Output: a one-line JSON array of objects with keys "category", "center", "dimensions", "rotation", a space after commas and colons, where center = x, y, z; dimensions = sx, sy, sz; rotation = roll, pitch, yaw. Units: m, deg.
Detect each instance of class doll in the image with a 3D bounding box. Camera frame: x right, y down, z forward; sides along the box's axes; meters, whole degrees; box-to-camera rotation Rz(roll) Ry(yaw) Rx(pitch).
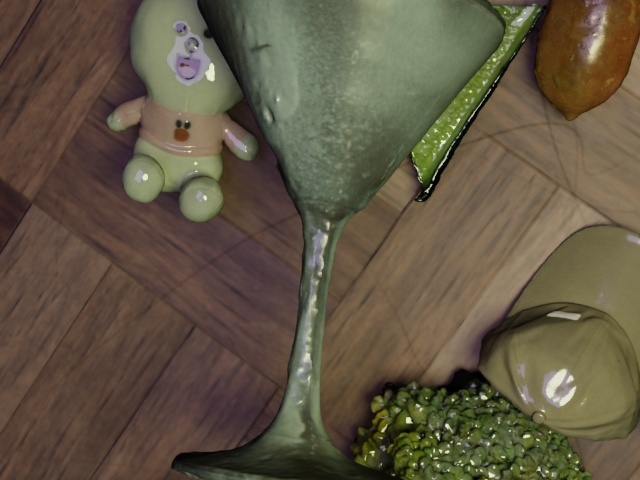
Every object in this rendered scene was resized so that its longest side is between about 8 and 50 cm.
[{"category": "doll", "center": [-0.131, -0.156, 1.032], "dimensions": [0.154, 0.113, 0.275], "rotation": [7, 88, -1]}]

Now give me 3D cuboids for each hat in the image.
[{"category": "hat", "center": [0.250, 0.079, 0.963], "dimensions": [0.166, 0.144, 0.173], "rotation": [27, 110, 10]}]

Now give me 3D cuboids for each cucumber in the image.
[{"category": "cucumber", "center": [0.130, -0.145, 1.012], "dimensions": [0.070, 0.046, 0.220], "rotation": [33, 97, 9]}]

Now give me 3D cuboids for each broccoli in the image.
[{"category": "broccoli", "center": [0.122, 0.265, 0.968], "dimensions": [0.242, 0.180, 0.273], "rotation": [24, 98, 7]}]

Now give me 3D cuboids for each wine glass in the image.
[{"category": "wine glass", "center": [0.000, 0.000, 0.870], "dimensions": [0.267, 0.267, 0.406], "rotation": [6, 81, 10]}]

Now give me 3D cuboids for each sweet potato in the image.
[{"category": "sweet potato", "center": [0.274, -0.252, 0.953], "dimensions": [0.097, 0.097, 0.292], "rotation": [25, 98, 8]}]
